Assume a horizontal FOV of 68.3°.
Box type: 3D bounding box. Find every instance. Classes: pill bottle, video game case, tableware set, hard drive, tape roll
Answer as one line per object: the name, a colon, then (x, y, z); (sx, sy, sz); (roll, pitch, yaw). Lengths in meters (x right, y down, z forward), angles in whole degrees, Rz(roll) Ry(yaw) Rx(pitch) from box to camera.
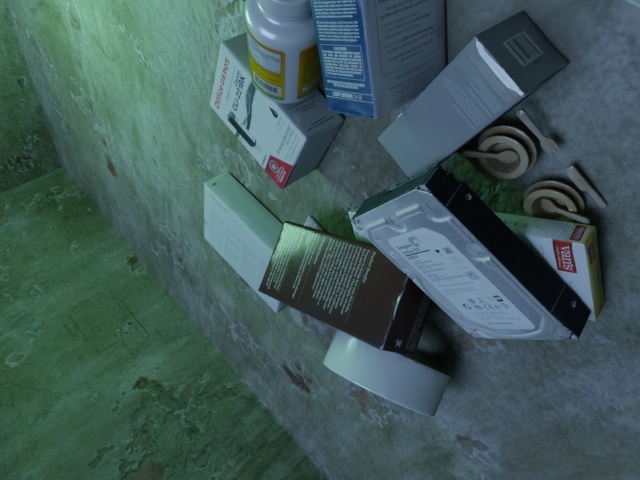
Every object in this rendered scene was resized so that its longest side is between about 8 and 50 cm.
pill bottle: (-0.057, -0.353, 0.799); (0.136, 0.136, 0.245); (50, 167, 8)
video game case: (0.000, 0.000, 1.246); (0.122, 0.011, 0.087); (47, 148, 11)
tableware set: (0.305, -0.085, 0.697); (0.194, 0.039, 0.128); (46, 149, -4)
hard drive: (0.230, 0.038, 0.777); (0.339, 0.064, 0.237); (44, 157, -10)
tape roll: (0.151, 0.303, 1.111); (0.286, 0.100, 0.286); (23, 172, 3)

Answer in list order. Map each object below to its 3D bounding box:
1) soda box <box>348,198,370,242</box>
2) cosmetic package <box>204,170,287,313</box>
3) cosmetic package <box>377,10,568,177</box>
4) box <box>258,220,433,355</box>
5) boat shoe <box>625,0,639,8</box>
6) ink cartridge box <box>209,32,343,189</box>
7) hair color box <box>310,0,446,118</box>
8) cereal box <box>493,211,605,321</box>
soda box: (0.159, -0.032, 0.945); (0.216, 0.069, 0.073); (11, 128, 48)
cosmetic package: (-0.210, 0.011, 1.459); (0.377, 0.097, 0.284); (44, 149, 17)
cosmetic package: (0.203, -0.193, 0.676); (0.107, 0.127, 0.238); (51, 150, 4)
box: (0.053, 0.093, 1.052); (0.382, 0.191, 0.143); (18, 176, 44)
boat shoe: (0.319, -0.314, 0.464); (0.099, 0.116, 0.319); (-43, 72, 15)
ink cartridge box: (-0.105, -0.280, 1.018); (0.272, 0.114, 0.197); (51, 149, 8)
hair color box: (0.075, -0.363, 0.637); (0.105, 0.174, 0.347); (25, 138, 41)
cereal box: (0.324, 0.032, 0.775); (0.240, 0.047, 0.173); (15, 144, 47)
